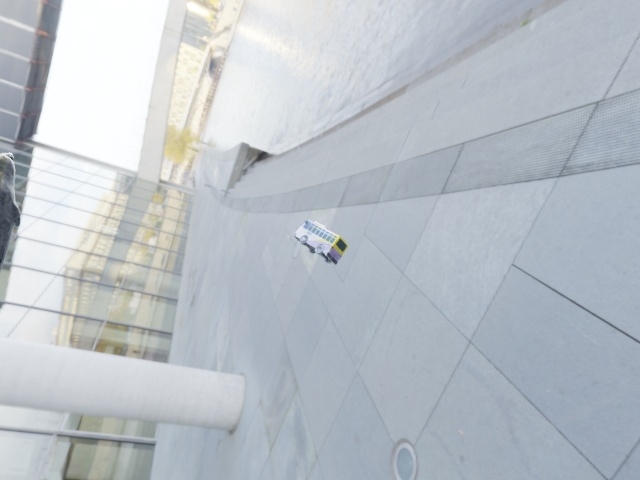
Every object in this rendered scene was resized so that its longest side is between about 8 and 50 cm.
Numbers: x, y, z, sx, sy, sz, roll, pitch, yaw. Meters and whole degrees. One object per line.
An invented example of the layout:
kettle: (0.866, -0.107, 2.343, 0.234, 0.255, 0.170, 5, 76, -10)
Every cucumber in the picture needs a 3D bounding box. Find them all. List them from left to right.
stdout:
cucumber: (-0.239, -0.013, 0.299, 0.043, 0.039, 0.163, -39, 48, 38)

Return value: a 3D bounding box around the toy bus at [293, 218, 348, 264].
toy bus: (0.000, 0.000, 0.828, 0.102, 0.052, 0.058, 31, 79, 40)
